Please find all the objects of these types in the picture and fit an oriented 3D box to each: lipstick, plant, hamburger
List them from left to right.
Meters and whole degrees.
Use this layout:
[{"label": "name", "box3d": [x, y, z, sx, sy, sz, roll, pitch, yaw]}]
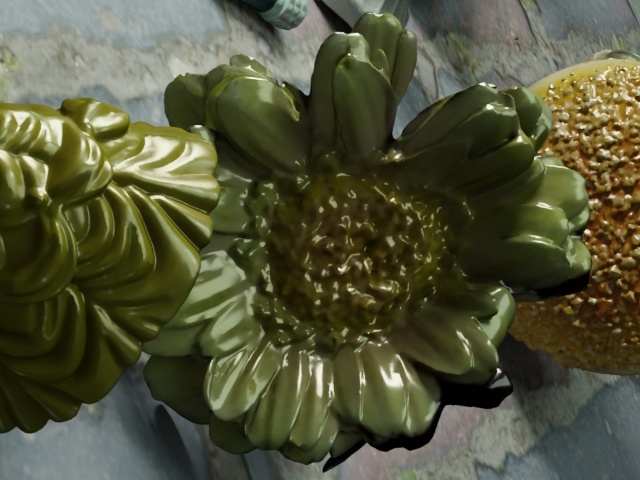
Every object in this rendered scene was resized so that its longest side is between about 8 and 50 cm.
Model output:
[{"label": "lipstick", "box3d": [-0.058, -0.205, 1.511, 0.116, 0.037, 0.037, 21, 51, -50]}, {"label": "plant", "box3d": [0.008, 0.030, 1.229, 0.306, 0.297, 0.261, 7, 61, -18]}, {"label": "hamburger", "box3d": [0.270, -0.019, 1.713, 0.170, 0.302, 0.302, 11, 59, -71]}]

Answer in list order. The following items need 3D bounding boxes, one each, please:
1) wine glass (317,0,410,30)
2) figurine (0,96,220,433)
[{"label": "wine glass", "box3d": [0.096, -0.281, 1.685, 0.165, 0.196, 0.165, 46, 33, -42]}, {"label": "figurine", "box3d": [-0.222, -0.052, 0.920, 0.315, 0.187, 0.168, 36, 29, -37]}]
